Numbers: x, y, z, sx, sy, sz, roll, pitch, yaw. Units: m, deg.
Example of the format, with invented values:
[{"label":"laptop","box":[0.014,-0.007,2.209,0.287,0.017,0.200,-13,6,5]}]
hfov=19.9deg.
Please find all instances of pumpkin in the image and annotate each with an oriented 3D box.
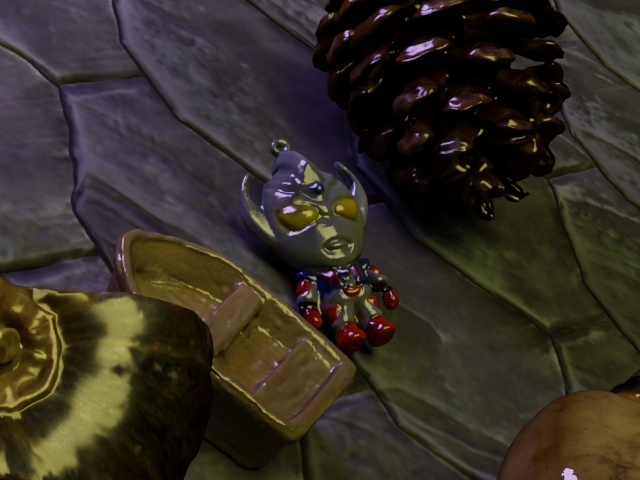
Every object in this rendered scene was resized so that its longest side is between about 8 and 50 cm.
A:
[{"label":"pumpkin","box":[-0.221,0.091,1.020,0.317,0.222,0.139,10,70,-33]}]

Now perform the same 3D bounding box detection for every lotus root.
[{"label":"lotus root","box":[0.212,0.191,1.301,0.183,0.183,0.310,31,32,-9]}]

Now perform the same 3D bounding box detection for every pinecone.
[{"label":"pinecone","box":[0.110,-0.153,1.578,0.224,0.224,0.272,5,55,-38]}]

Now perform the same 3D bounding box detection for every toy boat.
[{"label":"toy boat","box":[-0.078,0.072,1.278,0.188,0.061,0.116,40,35,4]}]

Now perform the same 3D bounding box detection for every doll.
[{"label":"doll","box":[-0.001,0.000,1.434,0.104,0.062,0.194,-20,64,-8]}]
